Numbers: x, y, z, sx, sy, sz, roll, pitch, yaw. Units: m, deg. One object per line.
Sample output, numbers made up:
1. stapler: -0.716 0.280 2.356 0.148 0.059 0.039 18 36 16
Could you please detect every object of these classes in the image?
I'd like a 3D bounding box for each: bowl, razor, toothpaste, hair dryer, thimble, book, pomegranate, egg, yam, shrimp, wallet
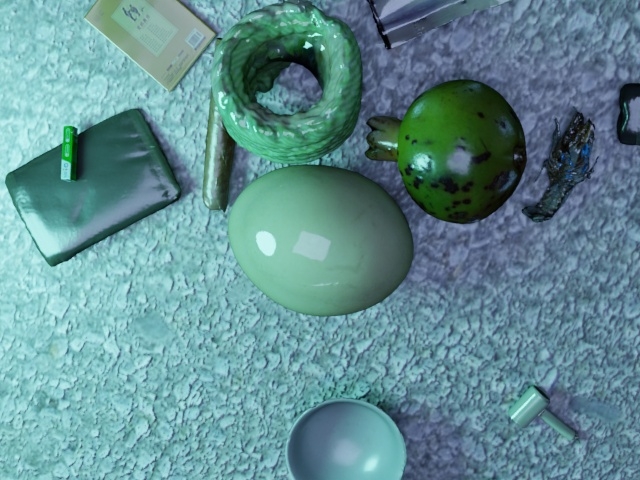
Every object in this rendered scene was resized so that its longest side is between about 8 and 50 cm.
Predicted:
1. bowl: 0.042 0.320 1.474 0.189 0.086 0.189 1 103 4
2. razor: 0.504 -0.180 1.339 0.148 0.054 0.090 2 106 6
3. toothpaste: -0.382 -0.132 1.419 0.017 0.020 0.083 0 84 9
4. hair dryer: 0.359 0.286 1.466 0.124 0.038 0.063 38 104 -11
5. thimble: -0.043 -0.220 1.306 0.219 0.150 0.219 0 80 2
6. book: -0.256 -0.322 1.403 0.172 0.012 0.118 41 103 -4
7. pomegranate: 0.174 -0.129 1.330 0.247 0.202 0.202 11 105 34
8. egg: 0.000 0.000 1.342 0.269 0.219 0.219 10 103 8
9. yam: -0.149 -0.171 1.408 0.046 0.046 0.264 8 101 4
10. shrimp: 0.355 -0.108 1.375 0.082 0.076 0.174 38 112 39
11. wallet: -0.351 -0.082 1.445 0.245 0.052 0.169 -27 89 5

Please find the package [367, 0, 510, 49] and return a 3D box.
1. package: 0.140 -0.421 1.324 0.204 0.062 0.251 -21 92 10
